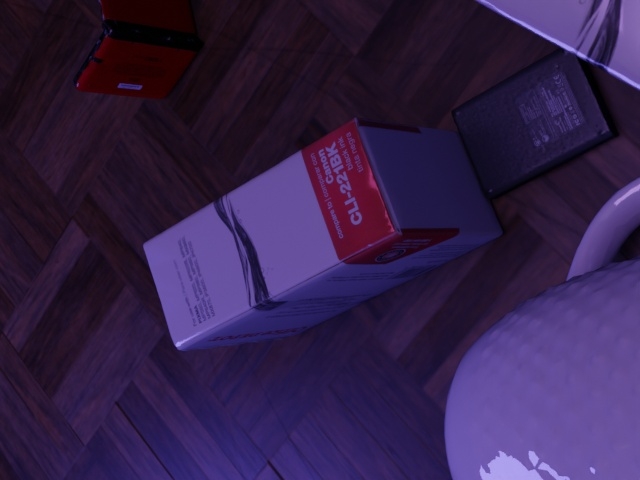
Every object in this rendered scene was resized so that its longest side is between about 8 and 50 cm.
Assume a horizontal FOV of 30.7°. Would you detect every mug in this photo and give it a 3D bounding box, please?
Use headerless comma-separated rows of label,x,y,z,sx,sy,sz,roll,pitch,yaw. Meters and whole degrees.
mug,0.283,0.100,0.895,0.328,0.276,0.374,-10,56,42

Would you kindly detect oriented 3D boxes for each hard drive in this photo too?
hard drive,0.193,-0.108,1.069,0.135,0.022,0.094,-28,76,32

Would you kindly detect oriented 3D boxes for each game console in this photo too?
game console,-0.207,-0.228,1.267,0.085,0.144,0.124,51,118,23

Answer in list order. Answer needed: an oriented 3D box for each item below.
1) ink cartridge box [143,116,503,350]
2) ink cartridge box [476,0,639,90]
ink cartridge box,0.000,0.000,1.101,0.273,0.197,0.114,-29,74,32
ink cartridge box,0.257,-0.208,0.861,0.395,0.285,0.166,36,113,28
